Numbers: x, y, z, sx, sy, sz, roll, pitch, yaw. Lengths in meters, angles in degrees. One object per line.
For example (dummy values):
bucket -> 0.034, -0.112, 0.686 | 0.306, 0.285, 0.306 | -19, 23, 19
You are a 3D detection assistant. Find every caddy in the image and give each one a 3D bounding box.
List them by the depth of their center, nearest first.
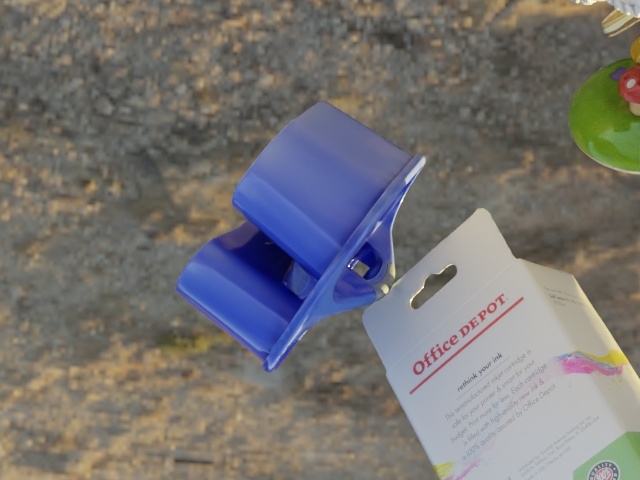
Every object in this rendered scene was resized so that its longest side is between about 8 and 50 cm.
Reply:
caddy -> 0.000, 0.000, 1.431 | 0.179, 0.341, 0.241 | 36, 112, 3

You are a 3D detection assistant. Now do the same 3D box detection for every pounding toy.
pounding toy -> 0.405, -0.183, 1.582 | 0.237, 0.183, 0.110 | -15, 137, -2

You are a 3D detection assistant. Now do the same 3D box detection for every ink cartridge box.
ink cartridge box -> 0.207, 0.164, 1.386 | 0.207, 0.353, 0.119 | -43, 146, 25

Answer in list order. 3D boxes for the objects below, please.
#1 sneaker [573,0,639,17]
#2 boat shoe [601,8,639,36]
sneaker -> 0.390, -0.368, 1.783 | 0.118, 0.110, 0.292 | 43, 171, -28
boat shoe -> 0.476, -0.372, 1.963 | 0.190, 0.072, 0.068 | -37, -178, 14
